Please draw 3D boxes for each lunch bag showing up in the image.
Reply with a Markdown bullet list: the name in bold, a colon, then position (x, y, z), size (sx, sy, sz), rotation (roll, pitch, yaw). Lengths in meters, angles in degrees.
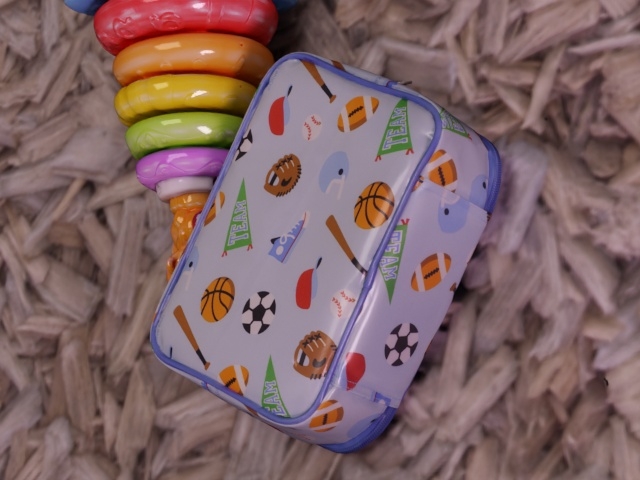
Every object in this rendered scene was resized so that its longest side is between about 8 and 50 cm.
- **lunch bag**: position (0.000, 0.000, 1.605), size (0.243, 0.115, 0.303), rotation (24, 88, 45)

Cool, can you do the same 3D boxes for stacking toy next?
- **stacking toy**: position (-0.113, -0.092, 1.727), size (0.165, 0.175, 0.302), rotation (-12, 75, 38)
